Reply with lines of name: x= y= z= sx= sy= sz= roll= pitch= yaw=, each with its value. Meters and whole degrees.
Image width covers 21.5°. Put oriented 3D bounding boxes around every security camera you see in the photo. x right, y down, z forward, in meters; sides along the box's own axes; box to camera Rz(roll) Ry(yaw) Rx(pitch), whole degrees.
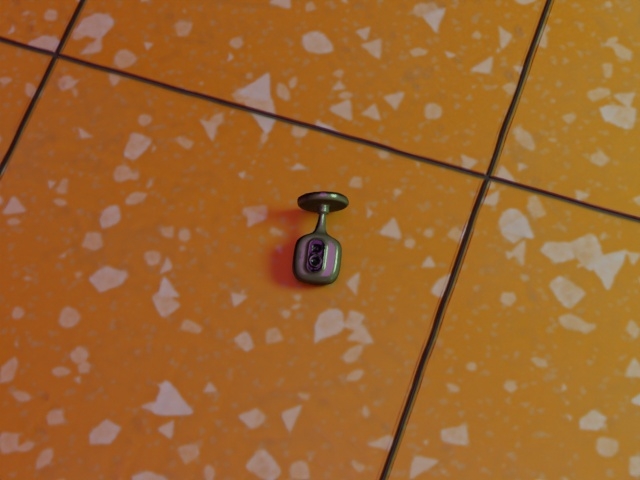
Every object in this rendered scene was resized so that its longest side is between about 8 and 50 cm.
security camera: x=0.000 y=0.000 z=1.734 sx=0.058 sy=0.058 sz=0.092 roll=0 pitch=73 yaw=3
